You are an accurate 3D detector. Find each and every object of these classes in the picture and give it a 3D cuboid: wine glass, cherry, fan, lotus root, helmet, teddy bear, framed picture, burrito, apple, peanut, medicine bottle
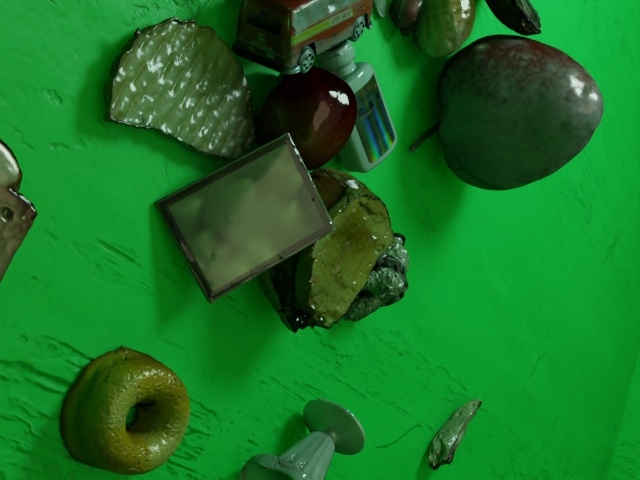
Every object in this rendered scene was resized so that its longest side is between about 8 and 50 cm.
[{"bbox_3d":[-0.024,0.382,1.342,0.196,0.164,0.165,-43,127,-47],"label":"wine glass"},{"bbox_3d":[0.396,-0.253,1.632,0.291,0.335,0.326,-44,153,-57],"label":"cherry"},{"bbox_3d":[0.083,-0.494,1.434,0.038,0.016,0.193,-58,136,-31],"label":"fan"},{"bbox_3d":[0.377,-0.516,1.648,0.167,0.078,0.329,35,31,-31],"label":"lotus root"},{"bbox_3d":[0.155,-0.436,1.500,0.049,0.065,0.084,11,106,-29],"label":"helmet"},{"bbox_3d":[0.123,0.061,1.497,0.213,0.111,0.133,-37,127,-40],"label":"teddy bear"},{"bbox_3d":[-0.106,-0.035,1.171,0.231,0.010,0.173,-29,103,-17],"label":"framed picture"},{"bbox_3d":[0.315,0.447,1.830,0.229,0.063,0.058,-37,113,-44],"label":"burrito"},{"bbox_3d":[-0.021,-0.193,1.258,0.156,0.147,0.158,43,62,-69],"label":"apple"},{"bbox_3d":[0.240,-0.473,1.545,0.129,0.129,0.224,-14,107,-49],"label":"peanut"},{"bbox_3d":[0.057,-0.242,1.390,0.121,0.083,0.229,-47,129,-32],"label":"medicine bottle"}]

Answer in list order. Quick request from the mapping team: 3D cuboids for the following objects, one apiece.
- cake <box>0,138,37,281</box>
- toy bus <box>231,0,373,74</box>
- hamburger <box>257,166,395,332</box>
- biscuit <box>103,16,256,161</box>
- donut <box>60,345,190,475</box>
[{"bbox_3d":[-0.425,-0.008,0.760,0.196,0.198,0.293,43,59,-39],"label":"cake"},{"bbox_3d":[-0.015,-0.358,1.229,0.265,0.121,0.120,-39,147,-42],"label":"toy bus"},{"bbox_3d":[0.000,0.000,1.319,0.309,0.132,0.211,-49,130,-35],"label":"hamburger"},{"bbox_3d":[-0.188,-0.221,1.130,0.273,0.036,0.187,19,81,-50],"label":"biscuit"},{"bbox_3d":[-0.258,0.244,1.090,0.174,0.074,0.190,-56,135,-29],"label":"donut"}]
